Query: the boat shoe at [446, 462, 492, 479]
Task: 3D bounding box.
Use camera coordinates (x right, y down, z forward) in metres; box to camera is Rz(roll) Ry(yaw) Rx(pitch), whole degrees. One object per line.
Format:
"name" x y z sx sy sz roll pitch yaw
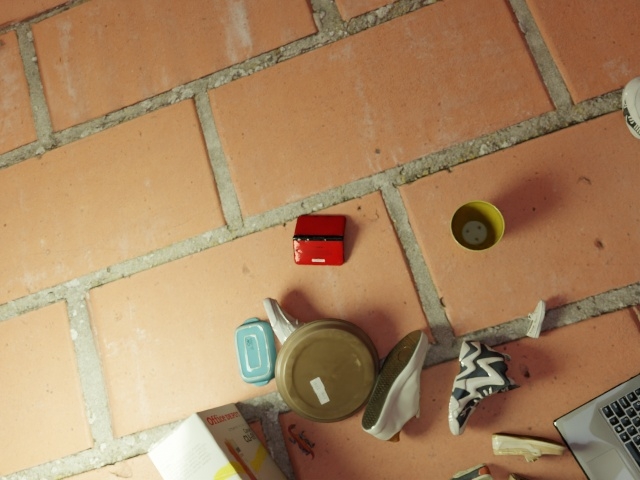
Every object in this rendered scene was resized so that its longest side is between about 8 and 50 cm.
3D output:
"boat shoe" 0.353 0.589 1.368 0.137 0.049 0.043 -23 33 8

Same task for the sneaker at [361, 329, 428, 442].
"sneaker" 0.216 0.375 1.426 0.123 0.106 0.290 35 75 -21

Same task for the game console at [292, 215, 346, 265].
"game console" 0.000 0.000 1.570 0.143 0.085 0.124 1 110 12

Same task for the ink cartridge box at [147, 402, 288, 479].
"ink cartridge box" -0.205 0.603 1.350 0.160 0.279 0.385 -41 74 0

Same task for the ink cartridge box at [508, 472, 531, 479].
"ink cartridge box" 0.514 0.697 1.290 0.193 0.088 0.235 16 83 13

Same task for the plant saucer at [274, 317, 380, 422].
"plant saucer" 0.022 0.340 1.430 0.277 0.041 0.278 -1 94 -7

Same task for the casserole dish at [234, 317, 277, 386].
"casserole dish" -0.182 0.307 1.532 0.114 0.037 0.189 -13 76 8

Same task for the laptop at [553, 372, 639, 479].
"laptop" 0.812 0.480 1.199 0.407 0.236 0.382 -30 74 4

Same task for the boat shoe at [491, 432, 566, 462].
"boat shoe" 0.504 0.507 1.347 0.170 0.063 0.059 1 81 21

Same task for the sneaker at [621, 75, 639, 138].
"sneaker" 0.885 -0.277 1.350 0.137 0.210 0.366 -23 75 5

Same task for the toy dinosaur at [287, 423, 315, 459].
"toy dinosaur" -0.050 0.518 1.450 0.082 0.090 0.047 46 72 -15

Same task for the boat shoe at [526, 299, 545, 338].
"boat shoe" 0.546 0.197 1.413 0.035 0.035 0.100 15 89 11

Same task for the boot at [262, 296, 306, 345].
"boot" -0.048 0.248 1.499 0.123 0.095 0.258 -29 83 -2

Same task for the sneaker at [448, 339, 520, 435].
"sneaker" 0.408 0.375 1.371 0.153 0.094 0.235 10 71 21

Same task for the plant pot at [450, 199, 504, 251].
"plant pot" 0.406 -0.028 1.453 0.134 0.095 0.134 -2 78 11
